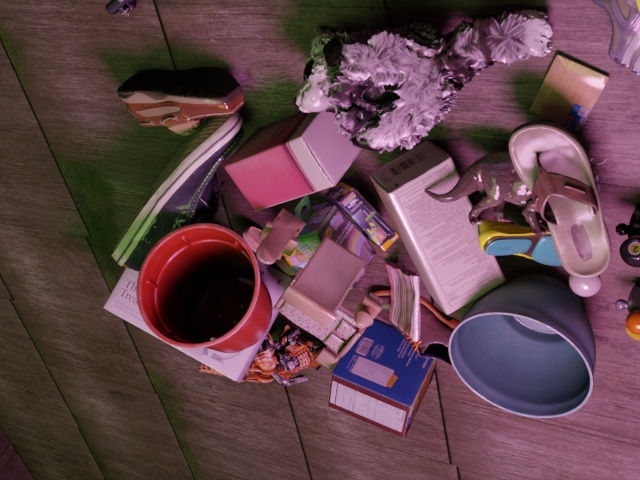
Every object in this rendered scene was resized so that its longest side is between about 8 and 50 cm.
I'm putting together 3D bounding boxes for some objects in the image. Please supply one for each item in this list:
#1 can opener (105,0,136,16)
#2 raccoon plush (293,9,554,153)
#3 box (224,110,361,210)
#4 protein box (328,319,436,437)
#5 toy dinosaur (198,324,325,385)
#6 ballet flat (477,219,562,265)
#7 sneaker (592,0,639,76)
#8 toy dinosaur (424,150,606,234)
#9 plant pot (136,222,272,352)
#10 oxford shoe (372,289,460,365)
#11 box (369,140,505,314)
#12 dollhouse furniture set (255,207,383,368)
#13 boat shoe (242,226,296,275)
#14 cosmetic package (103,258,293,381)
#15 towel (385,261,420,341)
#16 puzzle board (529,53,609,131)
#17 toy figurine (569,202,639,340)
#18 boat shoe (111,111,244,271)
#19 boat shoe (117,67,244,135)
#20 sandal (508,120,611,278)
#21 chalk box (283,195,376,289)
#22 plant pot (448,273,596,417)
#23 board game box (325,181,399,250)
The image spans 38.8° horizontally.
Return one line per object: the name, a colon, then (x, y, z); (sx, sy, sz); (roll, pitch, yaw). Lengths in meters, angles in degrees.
can opener: (-0.375, -0.509, 1.834); (0.186, 0.059, 0.073); (-15, 119, 42)
raccoon plush: (0.168, -0.308, 1.639); (0.446, 0.299, 0.216); (-8, 114, -1)
box: (-0.057, -0.173, 1.878); (0.232, 0.149, 0.127); (-16, 118, 41)
protein box: (0.153, 0.324, 2.174); (0.201, 0.200, 0.136); (21, 138, 15)
toy dinosaur: (-0.137, 0.279, 2.298); (0.321, 0.218, 0.164); (7, 132, -33)
ballet flat: (0.405, -0.005, 1.773); (0.230, 0.077, 0.077); (7, 132, -23)
sneaker: (0.529, -0.294, 1.431); (0.121, 0.111, 0.300); (-3, 122, 47)
toy dinosaur: (0.357, -0.104, 1.683); (0.313, 0.121, 0.161); (10, 109, 16)
plant pot: (-0.232, 0.130, 2.024); (0.272, 0.273, 0.265); (19, 168, 17)
oxford shoe: (0.227, 0.203, 2.086); (0.271, 0.098, 0.097); (25, 138, 10)
box: (0.235, -0.023, 1.807); (0.311, 0.148, 0.121); (63, 176, -28)
dollhouse furniture set: (-0.058, 0.158, 1.975); (0.303, 0.174, 0.356); (34, 139, 1)
boat shoe: (-0.106, 0.015, 2.160); (0.170, 0.063, 0.059); (35, 137, -15)
cosmetic package: (-0.295, 0.134, 2.225); (0.377, 0.285, 0.097); (27, 170, 8)
towel: (0.179, 0.130, 1.973); (0.029, 0.197, 0.144); (-4, 99, -9)
puzzle board: (0.433, -0.257, 1.584); (0.096, 0.011, 0.128); (26, 139, 8)
toy figurine: (0.594, 0.061, 1.676); (0.209, 0.148, 0.213); (41, 138, -7)
boat shoe: (-0.297, -0.096, 2.048); (0.156, 0.187, 0.500); (32, 122, -14)
boat shoe: (-0.291, -0.293, 1.945); (0.323, 0.122, 0.120); (11, 133, 37)
sandal: (0.422, -0.068, 1.559); (0.120, 0.086, 0.303); (-24, 100, 24)
chalk box: (0.000, 0.000, 2.019); (0.132, 0.132, 0.213); (-14, 119, 41)
plant pot: (0.433, 0.193, 1.869); (0.292, 0.196, 0.293); (17, 136, 18)
board game box: (0.084, -0.053, 1.902); (0.141, 0.048, 0.170); (45, 180, -12)
